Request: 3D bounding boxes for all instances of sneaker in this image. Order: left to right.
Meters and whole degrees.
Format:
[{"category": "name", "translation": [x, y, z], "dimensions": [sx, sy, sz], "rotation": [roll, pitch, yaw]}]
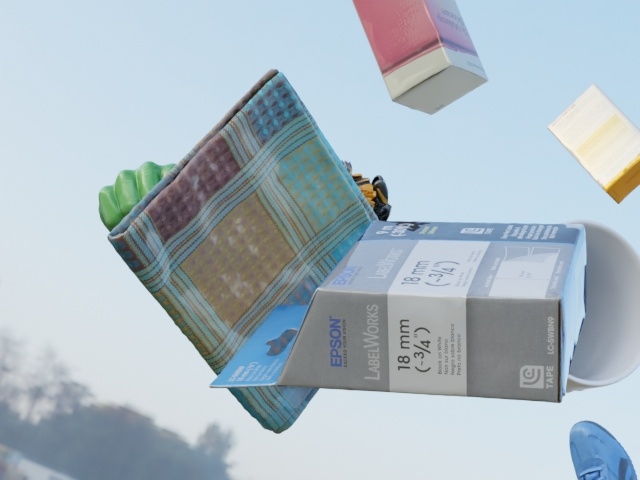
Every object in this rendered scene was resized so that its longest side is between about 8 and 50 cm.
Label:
[{"category": "sneaker", "translation": [0.365, 0.331, 1.832], "dimensions": [0.069, 0.209, 0.082], "rotation": [-28, -14, 34]}]

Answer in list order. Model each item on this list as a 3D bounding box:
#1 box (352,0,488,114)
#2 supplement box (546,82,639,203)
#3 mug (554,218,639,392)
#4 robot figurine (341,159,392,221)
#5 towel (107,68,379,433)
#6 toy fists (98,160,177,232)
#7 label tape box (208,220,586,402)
[{"category": "box", "translation": [0.164, -0.349, 2.424], "dimensions": [0.126, 0.232, 0.148], "rotation": [-30, -20, 26]}, {"category": "supplement box", "translation": [0.266, -0.090, 1.340], "dimensions": [0.036, 0.062, 0.098], "rotation": [31, 20, -52]}, {"category": "mug", "translation": [0.316, 0.131, 2.422], "dimensions": [0.374, 0.276, 0.328], "rotation": [-4, -9, -30]}, {"category": "robot figurine", "translation": [0.000, 0.000, 2.353], "dimensions": [0.211, 0.291, 0.085], "rotation": [9, 35, -19]}, {"category": "towel", "translation": [-0.051, 0.024, 1.617], "dimensions": [0.040, 0.271, 0.370], "rotation": [26, -22, 45]}, {"category": "toy fists", "translation": [-0.164, -0.042, 1.965], "dimensions": [0.279, 0.096, 0.142], "rotation": [0, -37, 1]}, {"category": "label tape box", "translation": [0.081, 0.060, 1.398], "dimensions": [0.333, 0.106, 0.240], "rotation": [1, 17, 15]}]
